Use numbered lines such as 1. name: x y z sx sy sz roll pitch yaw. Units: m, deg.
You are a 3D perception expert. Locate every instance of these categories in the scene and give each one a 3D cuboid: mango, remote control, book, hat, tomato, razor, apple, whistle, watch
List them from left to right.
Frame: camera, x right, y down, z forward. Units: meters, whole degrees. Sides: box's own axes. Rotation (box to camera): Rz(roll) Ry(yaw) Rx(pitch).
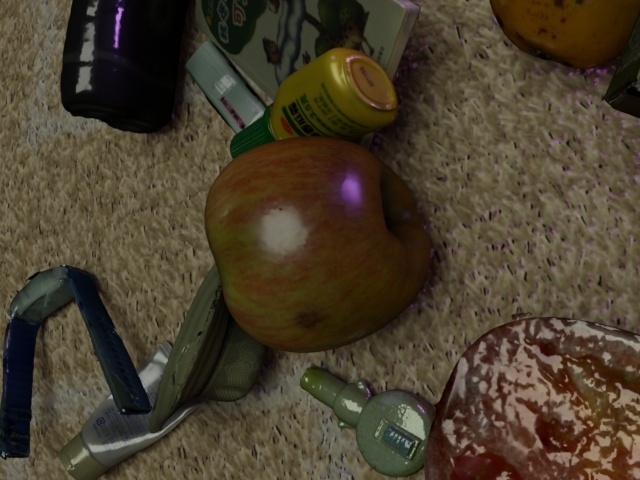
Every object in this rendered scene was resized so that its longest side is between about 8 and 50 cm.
1. watch: -0.371 0.159 1.187 0.276 0.068 0.274 -23 57 26
2. razor: -0.265 -0.332 1.160 0.114 0.204 0.349 11 87 24
3. hat: -0.129 0.152 1.060 0.110 0.252 0.252 23 96 -13
4. remote control: -0.140 -0.219 1.172 0.065 0.029 0.166 -44 65 15
5. book: -0.040 -0.292 1.044 0.371 0.043 0.260 47 141 25
6. apple: 0.000 0.000 0.941 0.264 0.264 0.264 -4 81 28
7. whistle: 0.055 0.213 0.986 0.198 0.057 0.104 28 96 28
8. mango: 0.270 -0.323 0.882 0.191 0.160 0.290 -27 64 59
9. tomato: 0.277 0.233 0.814 0.338 0.144 0.338 -2 87 29

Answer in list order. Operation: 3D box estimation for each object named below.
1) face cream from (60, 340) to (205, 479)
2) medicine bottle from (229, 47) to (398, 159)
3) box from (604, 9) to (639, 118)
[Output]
1. face cream: -0.274 0.260 1.169 0.224 0.070 0.114 -42 67 4
2. medicine bottle: -0.024 -0.152 1.010 0.309 0.111 0.076 -16 34 56
3. box: 0.508 -0.248 0.689 0.373 0.138 0.420 22 94 8
